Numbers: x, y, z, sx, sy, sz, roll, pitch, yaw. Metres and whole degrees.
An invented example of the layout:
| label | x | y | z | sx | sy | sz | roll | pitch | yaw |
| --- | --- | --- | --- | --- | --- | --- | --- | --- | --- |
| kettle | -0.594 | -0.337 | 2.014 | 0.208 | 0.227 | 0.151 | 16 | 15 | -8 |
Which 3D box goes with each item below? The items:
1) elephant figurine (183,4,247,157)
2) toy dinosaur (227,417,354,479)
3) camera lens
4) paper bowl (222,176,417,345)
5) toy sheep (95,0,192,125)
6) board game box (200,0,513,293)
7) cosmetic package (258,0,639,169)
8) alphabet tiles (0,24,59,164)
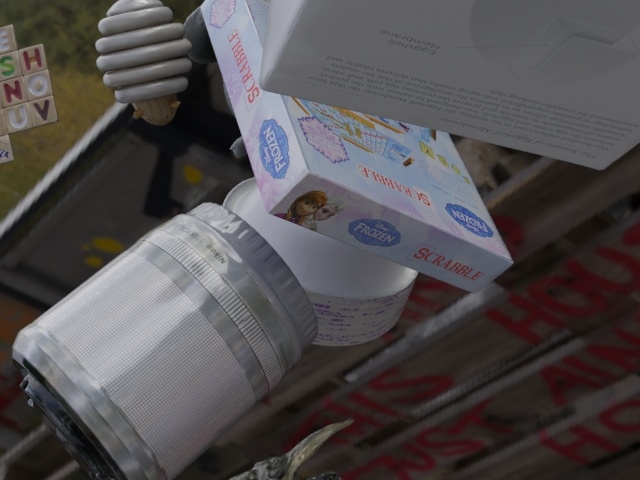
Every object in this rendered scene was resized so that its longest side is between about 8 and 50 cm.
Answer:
| label | x | y | z | sx | sy | sz | roll | pitch | yaw |
| --- | --- | --- | --- | --- | --- | --- | --- | --- | --- |
| elephant figurine | -0.090 | -0.267 | 1.319 | 0.169 | 0.239 | 0.186 | -19 | 49 | 15 |
| toy dinosaur | -0.039 | 0.287 | 1.227 | 0.268 | 0.064 | 0.118 | -28 | 24 | -27 |
| camera lens | -0.167 | 0.117 | 1.098 | 0.274 | 0.219 | 0.219 | -40 | 22 | -21 |
| paper bowl | 0.000 | 0.000 | 1.412 | 0.284 | 0.284 | 0.148 | -104 | 29 | -52 |
| toy sheep | -0.151 | -0.162 | 0.882 | 0.091 | 0.132 | 0.091 | -15 | 13 | 3 |
| board game box | 0.039 | -0.116 | 1.134 | 0.066 | 0.319 | 0.318 | -43 | 46 | 27 |
| cosmetic package | 0.106 | -0.157 | 0.535 | 0.224 | 0.224 | 0.138 | 132 | 147 | -65 |
| alphabet tiles | -0.506 | -0.203 | 1.521 | 0.237 | 0.009 | 0.198 | -13 | 85 | 9 |
